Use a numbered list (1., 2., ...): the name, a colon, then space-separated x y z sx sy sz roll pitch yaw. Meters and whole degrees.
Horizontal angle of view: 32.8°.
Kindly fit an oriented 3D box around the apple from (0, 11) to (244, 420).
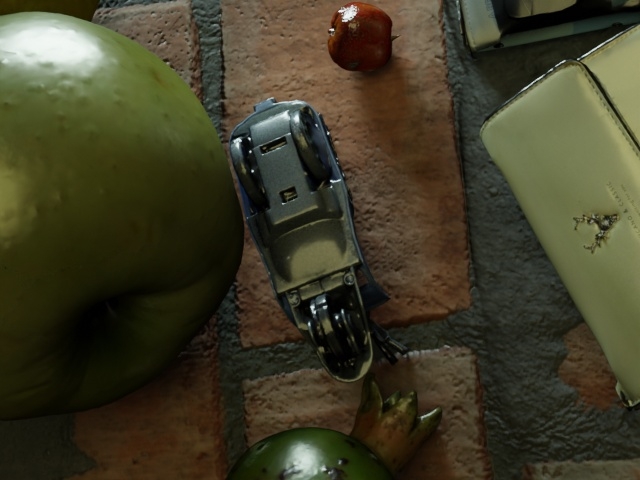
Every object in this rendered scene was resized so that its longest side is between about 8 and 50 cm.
1. apple: -0.322 -0.035 1.238 0.473 0.473 0.474 -4 77 16

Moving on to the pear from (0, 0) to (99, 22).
1. pear: -0.464 -0.387 1.407 0.362 0.362 0.418 -35 65 7

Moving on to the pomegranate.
1. pomegranate: 0.011 0.275 1.176 0.231 0.231 0.286 32 89 20

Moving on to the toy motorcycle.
1. toy motorcycle: 0.000 0.000 1.259 0.125 0.212 0.359 -21 69 12

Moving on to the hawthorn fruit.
1. hawthorn fruit: 0.055 -0.254 1.362 0.093 0.093 0.093 -4 77 16

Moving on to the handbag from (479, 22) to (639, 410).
1. handbag: 0.355 -0.026 1.181 0.236 0.160 0.359 -31 71 16

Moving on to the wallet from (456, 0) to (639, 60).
1. wallet: 0.271 -0.322 1.318 0.231 0.069 0.170 -10 80 15
